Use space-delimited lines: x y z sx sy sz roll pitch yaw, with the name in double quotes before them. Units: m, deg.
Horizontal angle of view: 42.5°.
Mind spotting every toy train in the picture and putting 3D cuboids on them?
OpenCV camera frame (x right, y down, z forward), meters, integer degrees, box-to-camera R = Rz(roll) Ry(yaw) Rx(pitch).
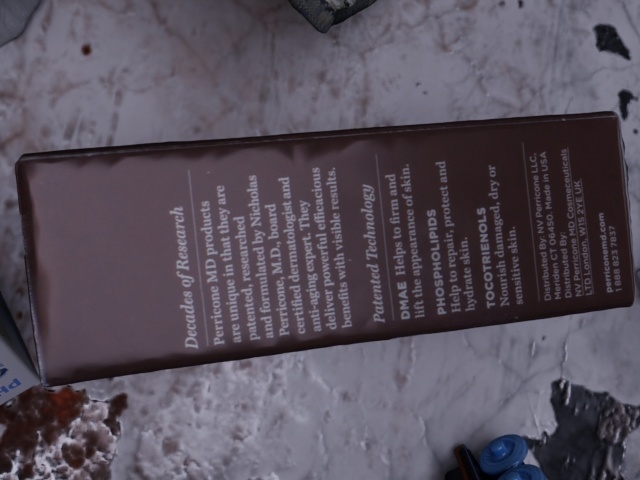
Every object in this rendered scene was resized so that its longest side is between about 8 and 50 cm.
"toy train" 0.135 0.220 0.617 0.105 0.184 0.080 -33 106 6

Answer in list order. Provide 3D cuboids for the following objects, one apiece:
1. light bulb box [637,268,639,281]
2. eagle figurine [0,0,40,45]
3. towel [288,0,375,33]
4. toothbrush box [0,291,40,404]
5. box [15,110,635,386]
"light bulb box" 0.526 0.127 0.687 0.357 0.225 0.361 -22 95 -14
"eagle figurine" -0.270 -0.301 0.544 0.226 0.225 0.298 17 46 -51
"towel" -0.050 -0.286 0.529 0.056 0.324 0.312 -38 100 25
"toothbrush box" -0.287 -0.031 0.429 0.122 0.283 0.206 -30 54 -14
"box" 0.000 0.000 0.578 0.381 0.191 0.143 -4 90 -14
